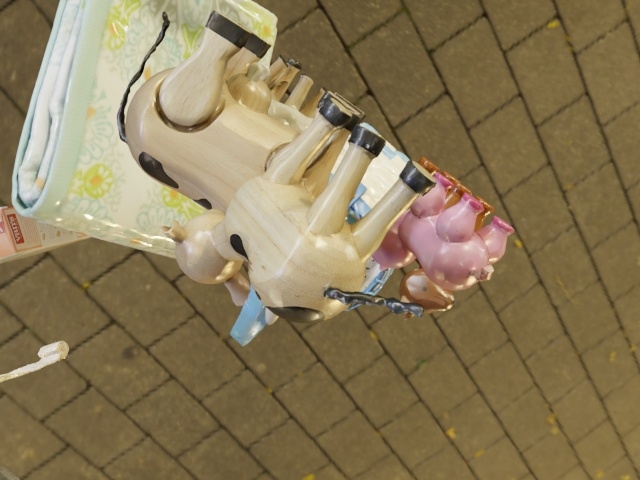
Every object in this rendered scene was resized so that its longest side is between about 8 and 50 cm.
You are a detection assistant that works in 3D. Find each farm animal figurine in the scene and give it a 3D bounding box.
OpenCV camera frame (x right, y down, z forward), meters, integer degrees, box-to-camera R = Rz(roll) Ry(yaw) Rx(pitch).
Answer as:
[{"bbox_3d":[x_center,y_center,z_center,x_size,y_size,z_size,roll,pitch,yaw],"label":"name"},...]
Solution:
[{"bbox_3d":[-0.028,-0.028,0.637,0.172,0.327,0.330,-54,161,10],"label":"farm animal figurine"}]

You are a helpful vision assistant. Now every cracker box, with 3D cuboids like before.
[{"bbox_3d":[-0.428,-0.007,1.201,0.156,0.232,0.067,-15,94,15],"label":"cracker box"}]

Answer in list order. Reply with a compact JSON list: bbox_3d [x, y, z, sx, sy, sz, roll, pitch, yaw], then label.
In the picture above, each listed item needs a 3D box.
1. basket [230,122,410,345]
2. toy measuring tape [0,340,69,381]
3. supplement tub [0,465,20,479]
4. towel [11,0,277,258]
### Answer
[{"bbox_3d":[0.000,0.000,1.139,0.289,0.201,0.255,-41,172,-27],"label":"basket"},{"bbox_3d":[-0.431,0.131,1.008,0.330,0.121,0.121,-20,140,-62],"label":"toy measuring tape"},{"bbox_3d":[-0.299,0.328,0.704,0.207,0.207,0.338,-21,111,-9],"label":"supplement tub"},{"bbox_3d":[-0.205,-0.175,1.109,0.320,0.090,0.374,19,85,-52],"label":"towel"}]
